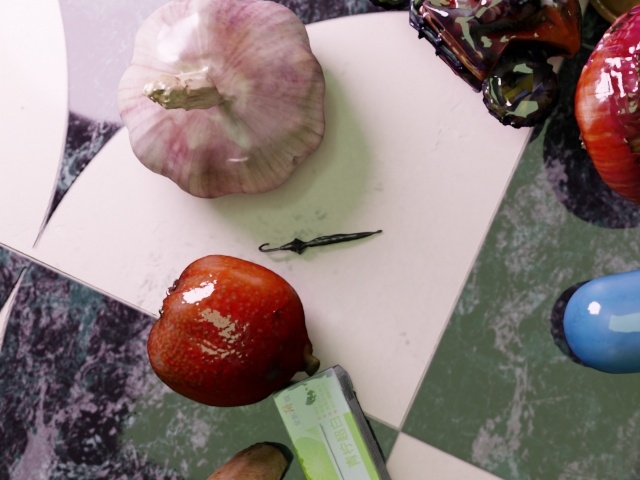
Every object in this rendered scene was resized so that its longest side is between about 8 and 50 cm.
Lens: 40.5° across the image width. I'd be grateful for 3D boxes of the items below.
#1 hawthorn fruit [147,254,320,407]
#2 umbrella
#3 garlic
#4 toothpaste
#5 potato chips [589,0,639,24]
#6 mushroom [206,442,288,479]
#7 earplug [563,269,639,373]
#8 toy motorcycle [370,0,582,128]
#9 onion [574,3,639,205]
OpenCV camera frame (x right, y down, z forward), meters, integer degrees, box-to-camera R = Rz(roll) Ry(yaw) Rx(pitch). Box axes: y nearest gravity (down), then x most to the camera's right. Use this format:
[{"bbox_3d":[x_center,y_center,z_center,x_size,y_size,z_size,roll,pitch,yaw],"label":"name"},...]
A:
[{"bbox_3d":[-0.091,0.108,0.960,0.188,0.169,0.169,29,89,0],"label":"hawthorn fruit"},{"bbox_3d":[0.000,0.002,1.026,0.149,0.022,0.022,-7,121,6],"label":"umbrella"},{"bbox_3d":[-0.124,-0.161,0.946,0.245,0.253,0.244,1,93,11],"label":"garlic"},{"bbox_3d":[0.052,0.308,0.969,0.081,0.067,0.336,-25,82,7],"label":"toothpaste"},{"bbox_3d":[0.404,-0.310,0.990,0.202,0.049,0.150,-37,80,4],"label":"potato chips"},{"bbox_3d":[-0.125,0.317,0.980,0.072,0.094,0.209,37,94,6],"label":"mushroom"},{"bbox_3d":[0.398,0.078,0.920,0.273,0.132,0.132,-9,84,10],"label":"earplug"},{"bbox_3d":[0.153,-0.320,0.981,0.401,0.134,0.207,44,91,7],"label":"toy motorcycle"},{"bbox_3d":[0.353,-0.145,0.933,0.230,0.163,0.229,-2,94,-26],"label":"onion"}]
